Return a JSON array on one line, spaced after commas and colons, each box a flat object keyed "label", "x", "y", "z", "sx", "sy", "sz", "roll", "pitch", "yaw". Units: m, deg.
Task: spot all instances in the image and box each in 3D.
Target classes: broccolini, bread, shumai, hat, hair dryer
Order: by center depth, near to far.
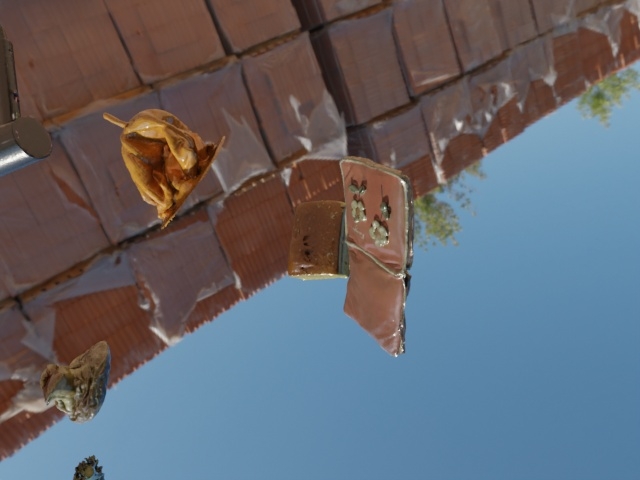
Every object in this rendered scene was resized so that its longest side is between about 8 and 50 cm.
[{"label": "hair dryer", "x": -0.506, "y": -0.224, "z": 0.858, "sx": 0.114, "sy": 0.248, "sz": 0.070, "roll": -18, "pitch": 169, "yaw": 15}, {"label": "broccolini", "x": -0.473, "y": 0.496, "z": 1.143, "sx": 0.202, "sy": 0.068, "sz": 0.091, "roll": -35, "pitch": -140, "yaw": 54}, {"label": "hat", "x": -0.366, "y": -0.191, "z": 1.174, "sx": 0.244, "sy": 0.233, "sz": 0.233, "roll": -51, "pitch": -160, "yaw": 8}, {"label": "shumai", "x": -0.592, "y": 0.341, "z": 1.323, "sx": 0.152, "sy": 0.210, "sz": 0.161, "roll": 10, "pitch": -157, "yaw": -36}, {"label": "bread", "x": 0.000, "y": 0.000, "z": 1.664, "sx": 0.184, "sy": 0.235, "sz": 0.110, "roll": -3, "pitch": 163, "yaw": 31}]

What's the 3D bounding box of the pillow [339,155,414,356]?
[{"label": "pillow", "x": 0.068, "y": 0.017, "z": 0.670, "sx": 0.043, "sy": 0.233, "sz": 0.126, "roll": -11, "pitch": -157, "yaw": -25}]
